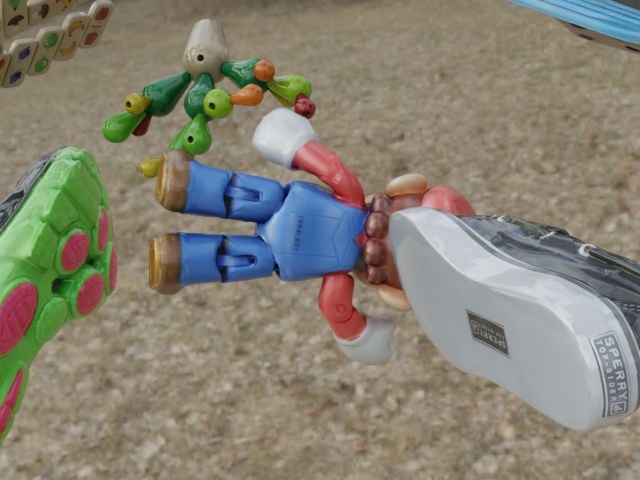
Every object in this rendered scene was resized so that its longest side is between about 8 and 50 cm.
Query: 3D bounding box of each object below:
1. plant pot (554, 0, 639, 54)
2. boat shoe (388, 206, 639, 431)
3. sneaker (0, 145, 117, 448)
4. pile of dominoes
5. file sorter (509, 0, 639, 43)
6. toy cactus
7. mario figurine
[{"bbox_3d":[0.279,-0.247,0.837,0.188,0.166,0.187,26,8,32],"label":"plant pot"},{"bbox_3d":[0.103,0.022,0.488,0.076,0.080,0.228,-17,13,-13],"label":"boat shoe"},{"bbox_3d":[-0.343,0.050,0.962,0.202,0.185,0.482,5,33,14],"label":"sneaker"},{"bbox_3d":[-0.280,-0.209,0.970,0.040,0.196,0.251,43,56,16],"label":"pile of dominoes"},{"bbox_3d":[0.125,-0.128,0.359,0.118,0.104,0.170,30,24,31],"label":"file sorter"},{"bbox_3d":[-0.110,-0.150,1.025,0.219,0.112,0.180,-17,49,18],"label":"toy cactus"},{"bbox_3d":[0.000,0.000,0.960,0.321,0.198,0.170,7,38,-13],"label":"mario figurine"}]
